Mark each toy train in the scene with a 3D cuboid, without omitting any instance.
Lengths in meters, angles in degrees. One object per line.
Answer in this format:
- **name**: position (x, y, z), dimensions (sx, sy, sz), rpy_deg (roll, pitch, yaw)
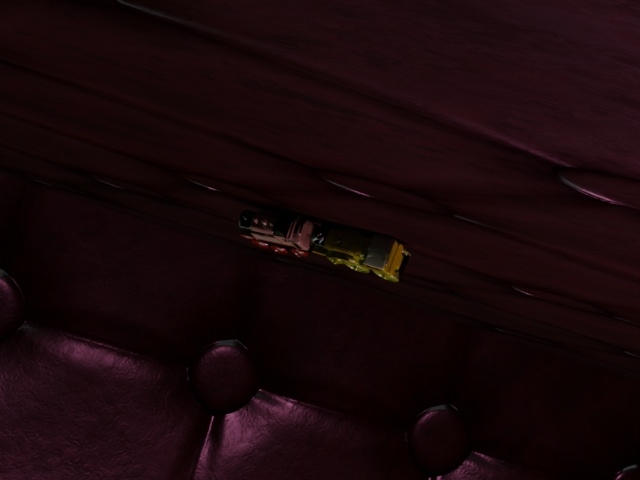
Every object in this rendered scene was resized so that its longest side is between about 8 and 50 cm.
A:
- **toy train**: position (0.000, 0.000, 2.295), dimensions (0.249, 0.053, 0.085), rpy_deg (14, 167, 32)
